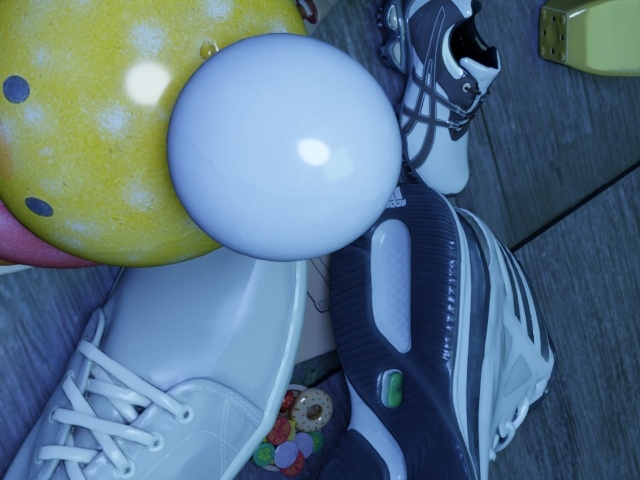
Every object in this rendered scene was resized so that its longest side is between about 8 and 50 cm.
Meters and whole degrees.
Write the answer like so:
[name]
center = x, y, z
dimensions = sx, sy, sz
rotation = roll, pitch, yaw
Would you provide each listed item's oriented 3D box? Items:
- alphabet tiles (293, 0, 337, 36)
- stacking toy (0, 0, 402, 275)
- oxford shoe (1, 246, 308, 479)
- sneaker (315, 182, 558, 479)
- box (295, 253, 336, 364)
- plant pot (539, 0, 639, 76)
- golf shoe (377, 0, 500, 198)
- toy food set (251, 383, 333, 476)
[alphabet tiles]
center = -0.048, -0.278, 1.218
dimensions = 0.237, 0.009, 0.198
rotation = 44, 76, -37
[stacking toy]
center = -0.120, -0.101, 0.913
dimensions = 0.350, 0.480, 0.351
rotation = -11, 109, -33
[oxford shoe]
center = -0.147, 0.146, 1.161
dimensions = 0.449, 0.169, 0.130
rotation = -61, 157, -2
[sneaker]
center = 0.124, 0.193, 1.316
dimensions = 0.257, 0.169, 0.448
rotation = 19, 72, -52
[box]
center = 0.000, 0.000, 1.327
dimensions = 0.164, 0.021, 0.201
rotation = -18, 113, -32
[plant pot]
center = 0.249, -0.194, 1.421
dimensions = 0.083, 0.081, 0.081
rotation = -8, 108, -22
[golf shoe]
center = 0.112, -0.122, 1.320
dimensions = 0.077, 0.093, 0.198
rotation = -47, 131, -44
[toy food set]
center = -0.029, 0.167, 1.354
dimensions = 0.083, 0.020, 0.083
rotation = 10, 97, -38
